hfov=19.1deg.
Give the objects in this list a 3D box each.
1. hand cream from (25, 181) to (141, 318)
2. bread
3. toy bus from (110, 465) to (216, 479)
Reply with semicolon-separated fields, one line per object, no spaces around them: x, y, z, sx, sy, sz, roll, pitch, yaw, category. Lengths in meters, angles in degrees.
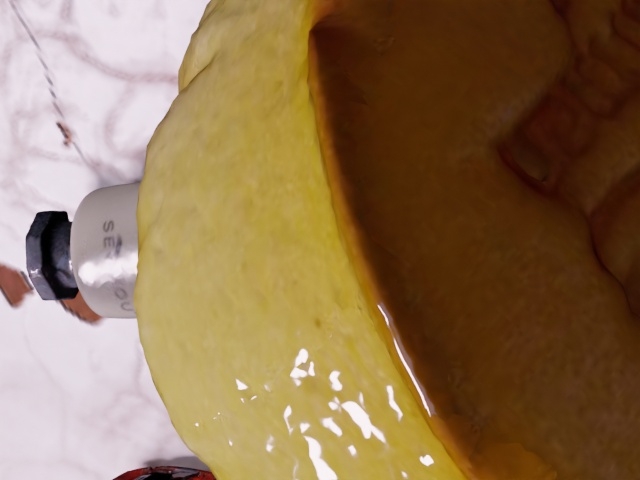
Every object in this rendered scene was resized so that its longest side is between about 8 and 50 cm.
0.000;0.000;0.703;0.234;0.050;0.080;-4;108;23;hand cream
0.077;0.000;0.527;0.148;0.270;0.270;-28;99;43;bread
-0.049;0.206;0.813;0.096;0.073;0.235;6;118;33;toy bus
